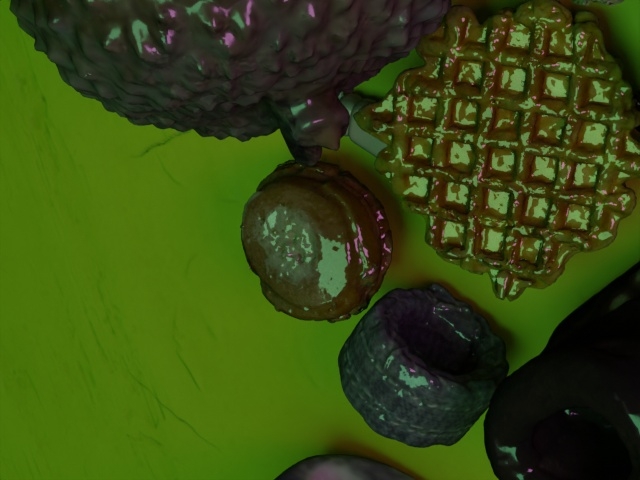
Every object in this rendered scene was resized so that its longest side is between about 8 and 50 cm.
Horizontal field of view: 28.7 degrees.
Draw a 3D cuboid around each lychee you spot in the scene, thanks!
[{"bbox_3d":[-0.078,-0.260,0.965,0.380,0.380,0.432,-29,81,42],"label":"lychee"}]

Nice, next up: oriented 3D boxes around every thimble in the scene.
[{"bbox_3d":[0.099,0.119,1.203,0.150,0.150,0.098,37,128,12],"label":"thimble"}]

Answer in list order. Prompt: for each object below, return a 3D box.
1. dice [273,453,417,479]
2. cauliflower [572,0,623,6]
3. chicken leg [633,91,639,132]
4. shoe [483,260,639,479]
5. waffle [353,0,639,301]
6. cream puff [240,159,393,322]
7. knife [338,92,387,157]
[{"bbox_3d":[0.017,0.416,1.343,0.270,0.270,0.271,31,129,17],"label":"dice"},{"bbox_3d":[0.207,-0.317,0.862,0.250,0.275,0.272,59,179,42],"label":"cauliflower"},{"bbox_3d":[0.247,-0.118,1.044,0.083,0.021,0.036,45,142,8],"label":"chicken leg"},{"bbox_3d":[0.297,0.095,0.985,0.384,0.237,0.171,-35,93,42],"label":"shoe"},{"bbox_3d":[0.159,-0.082,1.057,0.238,0.059,0.243,-34,94,33],"label":"waffle"},{"bbox_3d":[0.000,0.000,1.219,0.150,0.115,0.165,-9,93,31],"label":"cream puff"},{"bbox_3d":[-0.002,-0.143,1.192,0.336,0.043,0.081,27,126,21],"label":"knife"}]
